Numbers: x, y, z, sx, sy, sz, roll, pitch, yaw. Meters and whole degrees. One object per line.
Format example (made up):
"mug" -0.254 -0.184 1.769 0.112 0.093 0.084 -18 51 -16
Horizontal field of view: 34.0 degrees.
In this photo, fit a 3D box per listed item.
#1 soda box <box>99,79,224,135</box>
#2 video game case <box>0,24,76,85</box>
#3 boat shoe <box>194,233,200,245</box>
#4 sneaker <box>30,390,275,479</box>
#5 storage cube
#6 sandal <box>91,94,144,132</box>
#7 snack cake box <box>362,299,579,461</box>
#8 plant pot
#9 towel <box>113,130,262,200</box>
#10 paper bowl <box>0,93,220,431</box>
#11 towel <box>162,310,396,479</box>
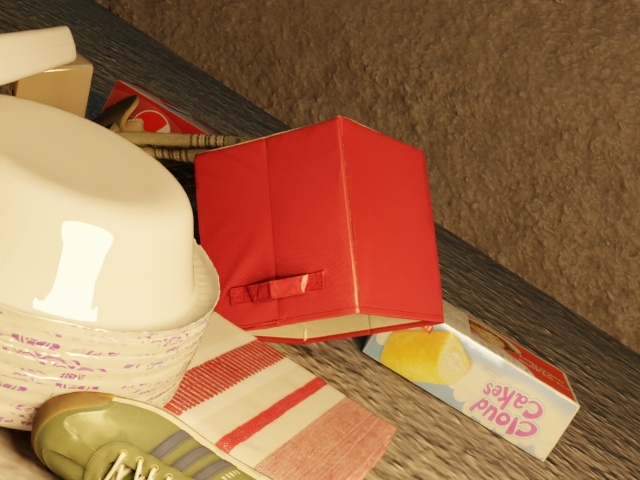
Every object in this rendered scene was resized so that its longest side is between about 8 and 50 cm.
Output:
"soda box" -0.215 -0.148 1.636 0.263 0.092 0.083 32 10 6
"video game case" -0.347 -0.100 0.720 0.300 0.036 0.329 -11 14 1
"boat shoe" -0.102 0.014 1.191 0.095 0.095 0.257 37 13 31
"sneaker" -0.087 0.158 0.648 0.192 0.064 0.086 30 5 -19
"storage cube" 0.000 0.000 1.085 0.184 0.193 0.215 -12 -12 30
"sandal" -0.290 -0.138 1.502 0.079 0.088 0.240 60 9 -19
"snack cake box" 0.190 0.158 1.345 0.264 0.089 0.152 31 9 1
"plant pot" -0.387 -0.212 1.437 0.096 0.109 0.109 -4 32 -40
"towel" -0.121 -0.086 1.341 0.324 0.056 0.312 5 -3 10
"paper bowl" -0.206 -0.002 0.755 0.284 0.148 0.284 25 18 -9
"towel" -0.105 0.115 0.893 0.329 0.037 0.237 31 13 14
